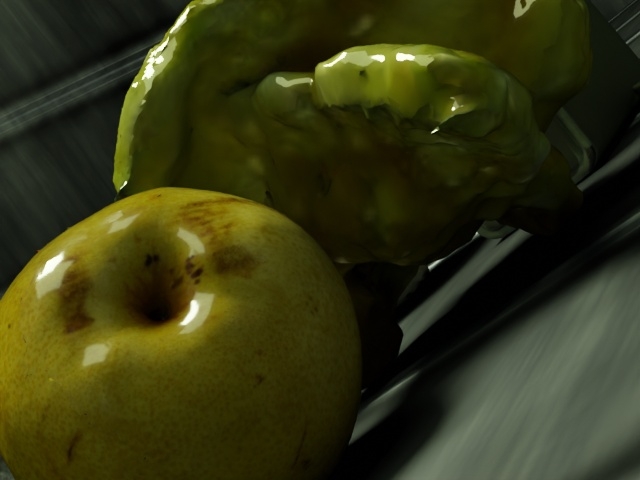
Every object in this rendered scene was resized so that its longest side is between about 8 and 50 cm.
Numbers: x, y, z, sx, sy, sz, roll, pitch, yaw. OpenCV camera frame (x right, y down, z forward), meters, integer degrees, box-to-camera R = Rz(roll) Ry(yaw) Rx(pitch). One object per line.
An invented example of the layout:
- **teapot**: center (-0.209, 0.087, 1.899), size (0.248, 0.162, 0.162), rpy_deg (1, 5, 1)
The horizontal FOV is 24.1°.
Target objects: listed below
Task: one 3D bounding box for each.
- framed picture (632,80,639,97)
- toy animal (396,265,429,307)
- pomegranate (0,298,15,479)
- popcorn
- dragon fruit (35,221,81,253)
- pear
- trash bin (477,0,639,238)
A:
- **framed picture**: center (0.361, -0.196, 1.101), size (0.240, 0.020, 0.324), rpy_deg (-41, 1, -3)
- **toy animal**: center (0.003, 0.008, 1.320), size (0.235, 0.165, 0.187), rpy_deg (-37, 5, 32)
- **pomegranate**: center (-0.249, 0.160, 1.212), size (0.306, 0.242, 0.242), rpy_deg (-10, 6, 7)
- **popcorn**: center (0.017, -0.089, 0.967), size (0.325, 0.290, 0.321), rpy_deg (-9, -32, -14)
- **dragon fruit**: center (-0.234, 0.102, 1.961), size (0.295, 0.302, 0.295), rpy_deg (-36, -3, -2)
- **pear**: center (-0.080, 0.078, 0.828), size (0.209, 0.209, 0.209), rpy_deg (-41, 2, 1)
- **trash bin**: center (0.167, -0.131, 1.248), size (0.122, 0.164, 0.240), rpy_deg (-39, 2, 32)
